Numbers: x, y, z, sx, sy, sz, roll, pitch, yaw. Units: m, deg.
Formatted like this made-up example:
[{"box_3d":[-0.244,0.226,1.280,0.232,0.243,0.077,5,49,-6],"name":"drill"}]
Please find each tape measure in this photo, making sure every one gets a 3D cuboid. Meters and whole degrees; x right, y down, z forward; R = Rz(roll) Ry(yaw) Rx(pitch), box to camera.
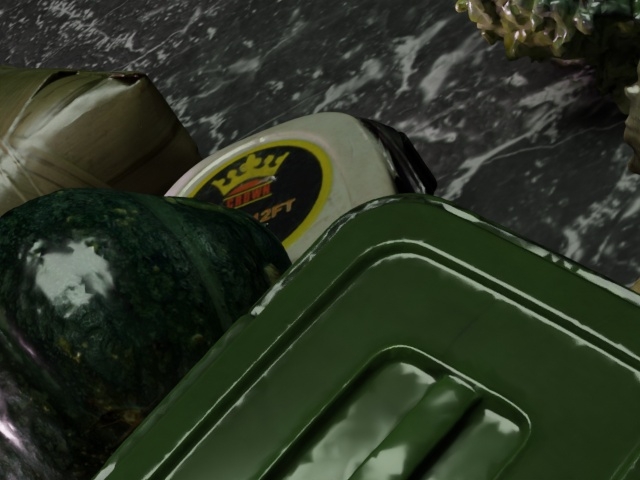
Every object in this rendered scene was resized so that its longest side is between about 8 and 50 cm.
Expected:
[{"box_3d":[0.000,0.000,1.495,0.271,0.133,0.231,-23,37,21],"name":"tape measure"}]

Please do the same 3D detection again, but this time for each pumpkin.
[{"box_3d":[-0.168,0.097,1.326,0.293,0.197,0.263,-51,56,23],"name":"pumpkin"}]

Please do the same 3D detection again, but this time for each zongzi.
[{"box_3d":[-0.361,-0.035,1.930,0.418,0.181,0.447,-46,26,-18],"name":"zongzi"}]

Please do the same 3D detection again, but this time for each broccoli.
[{"box_3d":[0.190,-0.226,1.533,0.248,0.245,0.288,-14,59,-15],"name":"broccoli"}]

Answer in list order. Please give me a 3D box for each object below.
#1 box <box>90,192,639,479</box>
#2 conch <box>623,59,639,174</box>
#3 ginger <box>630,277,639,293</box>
[{"box_3d":[0.034,0.164,0.900,0.253,0.177,0.329,30,62,31],"name":"box"},{"box_3d":[0.308,-0.067,1.218,0.178,0.163,0.245,-48,55,9],"name":"conch"},{"box_3d":[0.211,0.077,1.145,0.176,0.052,0.193,-6,29,-33],"name":"ginger"}]
